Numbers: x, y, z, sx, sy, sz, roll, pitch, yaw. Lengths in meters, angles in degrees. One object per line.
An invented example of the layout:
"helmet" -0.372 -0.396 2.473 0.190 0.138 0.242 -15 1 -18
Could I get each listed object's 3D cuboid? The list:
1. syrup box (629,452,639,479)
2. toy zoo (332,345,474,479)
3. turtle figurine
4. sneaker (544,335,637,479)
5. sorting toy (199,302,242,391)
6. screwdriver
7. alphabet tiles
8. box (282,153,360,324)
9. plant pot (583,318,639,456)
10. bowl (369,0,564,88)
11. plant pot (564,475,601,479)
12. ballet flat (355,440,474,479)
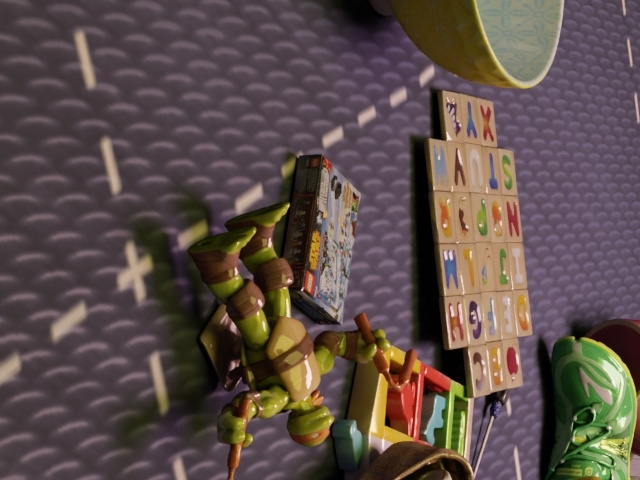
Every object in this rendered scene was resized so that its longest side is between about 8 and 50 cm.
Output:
"syrup box" 0.461 0.393 2.413 0.237 0.093 0.096 -40 124 -58
"toy zoo" 0.087 0.219 1.743 0.293 0.030 0.192 33 59 -59
"turtle figurine" -0.028 0.083 1.427 0.269 0.087 0.217 -31 106 -45
"sneaker" 0.348 0.266 2.177 0.123 0.109 0.295 -37 121 -63
"sorting toy" -0.075 0.080 1.448 0.083 0.012 0.062 -58 134 -43
"screwdriver" 0.200 0.217 1.978 0.024 0.025 0.170 60 37 -43
"alphabet tiles" 0.184 0.003 1.939 0.285 0.011 0.342 1 83 -65
"box" 0.000 0.000 1.586 0.094 0.027 0.137 44 50 -56
"plant pot" 0.444 0.190 2.306 0.180 0.201 0.201 25 65 -45
"bowl" 0.130 -0.293 1.722 0.289 0.156 0.289 5 84 -64
"plant pot" 0.262 0.378 1.884 0.212 0.212 0.187 57 24 -62
"ballet flat" 0.044 0.275 1.530 0.316 0.106 0.107 -43 121 -47
